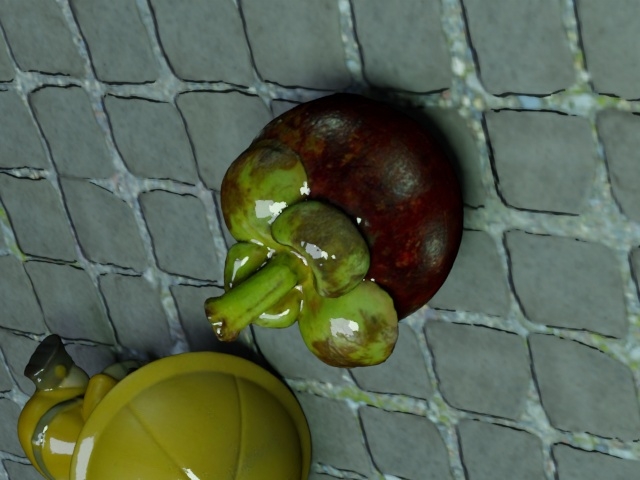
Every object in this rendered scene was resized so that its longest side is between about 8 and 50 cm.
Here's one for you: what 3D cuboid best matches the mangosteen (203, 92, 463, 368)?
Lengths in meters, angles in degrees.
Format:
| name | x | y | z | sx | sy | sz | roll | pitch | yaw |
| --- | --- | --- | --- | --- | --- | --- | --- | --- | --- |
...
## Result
| name | x | y | z | sx | sy | sz | roll | pitch | yaw |
| --- | --- | --- | --- | --- | --- | --- | --- | --- | --- |
| mangosteen | 0.007 | -0.010 | 0.906 | 0.156 | 0.181 | 0.145 | 39 | 118 | 16 |

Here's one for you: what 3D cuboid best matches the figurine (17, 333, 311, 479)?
| name | x | y | z | sx | sy | sz | roll | pitch | yaw |
| --- | --- | --- | --- | --- | --- | --- | --- | --- | --- |
| figurine | -0.133 | 0.174 | 1.177 | 0.257 | 0.167 | 0.192 | 3 | 135 | 42 |
